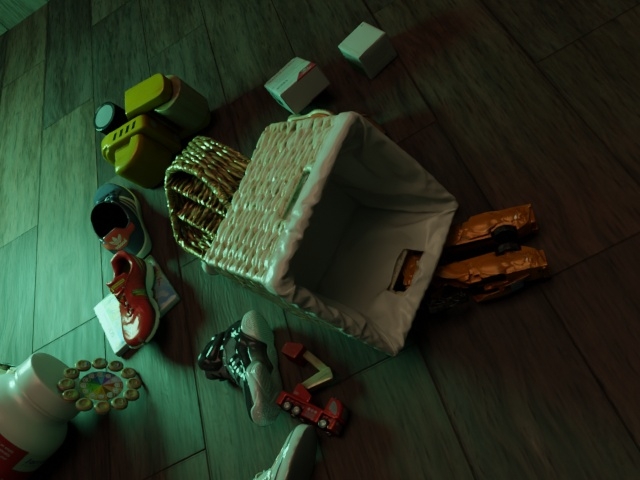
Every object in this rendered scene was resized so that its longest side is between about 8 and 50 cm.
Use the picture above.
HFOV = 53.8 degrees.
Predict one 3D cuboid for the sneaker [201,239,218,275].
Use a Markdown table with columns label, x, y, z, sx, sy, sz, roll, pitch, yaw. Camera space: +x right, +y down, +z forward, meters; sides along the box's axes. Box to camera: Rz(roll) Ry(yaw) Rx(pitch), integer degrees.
| label | x | y | z | sx | sy | sz | roll | pitch | yaw |
| --- | --- | --- | --- | --- | --- | --- | --- | --- | --- |
| sneaker | -0.277 | -0.010 | 1.599 | 0.126 | 0.091 | 0.240 | -22 | 49 | 41 |

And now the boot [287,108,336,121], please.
| label | x | y | z | sx | sy | sz | roll | pitch | yaw |
| --- | --- | --- | --- | --- | --- | --- | --- | --- | --- |
| boot | -0.026 | -0.289 | 1.640 | 0.158 | 0.059 | 0.084 | -6 | 60 | 38 |

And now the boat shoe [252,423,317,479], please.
| label | x | y | z | sx | sy | sz | roll | pitch | yaw |
| --- | --- | --- | --- | --- | --- | --- | --- | --- | --- |
| boat shoe | -0.085 | 0.462 | 1.152 | 0.088 | 0.096 | 0.267 | 9 | 73 | 30 |

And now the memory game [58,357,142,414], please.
| label | x | y | z | sx | sy | sz | roll | pitch | yaw |
| --- | --- | --- | --- | --- | --- | --- | --- | --- | --- |
| memory game | -0.505 | 0.331 | 1.452 | 0.186 | 0.186 | 0.012 | 42 | 124 | 42 |

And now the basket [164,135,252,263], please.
| label | x | y | z | sx | sy | sz | roll | pitch | yaw |
| --- | --- | --- | --- | --- | --- | --- | --- | --- | --- |
| basket | -0.234 | -0.077 | 1.392 | 0.299 | 0.213 | 0.223 | 29 | 75 | 42 |

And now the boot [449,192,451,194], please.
| label | x | y | z | sx | sy | sz | roll | pitch | yaw |
| --- | --- | --- | --- | --- | --- | --- | --- | --- | --- |
| boot | 0.198 | -0.098 | 1.362 | 0.190 | 0.069 | 0.086 | -9 | 59 | 28 |

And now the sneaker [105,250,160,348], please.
| label | x | y | z | sx | sy | sz | roll | pitch | yaw |
| --- | --- | --- | --- | --- | --- | --- | --- | --- | --- |
| sneaker | -0.474 | 0.141 | 1.546 | 0.107 | 0.118 | 0.279 | -32 | 49 | 11 |

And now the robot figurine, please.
| label | x | y | z | sx | sy | sz | roll | pitch | yaw |
| --- | --- | --- | --- | --- | --- | --- | --- | --- | --- |
| robot figurine | 0.278 | 0.039 | 1.214 | 0.291 | 0.085 | 0.211 | -16 | 53 | 21 |

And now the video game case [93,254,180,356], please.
| label | x | y | z | sx | sy | sz | roll | pitch | yaw |
| --- | --- | --- | --- | --- | --- | --- | --- | --- | --- |
| video game case | -0.478 | 0.164 | 1.629 | 0.212 | 0.023 | 0.193 | -44 | 48 | -1 |

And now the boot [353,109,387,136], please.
| label | x | y | z | sx | sy | sz | roll | pitch | yaw |
| --- | --- | --- | --- | --- | --- | --- | --- | --- | --- |
| boot | 0.032 | -0.176 | 1.501 | 0.305 | 0.112 | 0.115 | -44 | 59 | -4 |

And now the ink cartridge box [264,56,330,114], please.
| label | x | y | z | sx | sy | sz | roll | pitch | yaw |
| --- | --- | --- | --- | --- | --- | --- | --- | --- | --- |
| ink cartridge box | -0.065 | -0.421 | 1.704 | 0.127 | 0.072 | 0.175 | -42 | 28 | 1 |

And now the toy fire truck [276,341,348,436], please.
| label | x | y | z | sx | sy | sz | roll | pitch | yaw |
| --- | --- | --- | --- | --- | --- | --- | --- | --- | --- |
| toy fire truck | -0.015 | 0.290 | 1.246 | 0.192 | 0.047 | 0.135 | 16 | 63 | 33 |

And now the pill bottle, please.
| label | x | y | z | sx | sy | sz | roll | pitch | yaw |
| --- | --- | --- | --- | --- | --- | --- | --- | --- | --- |
| pill bottle | -0.747 | 0.461 | 1.457 | 0.408 | 0.229 | 0.229 | -44 | 48 | -1 |

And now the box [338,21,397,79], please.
| label | x | y | z | sx | sy | sz | roll | pitch | yaw |
| --- | --- | --- | --- | --- | --- | --- | --- | --- | --- |
| box | 0.125 | -0.501 | 1.665 | 0.102 | 0.087 | 0.101 | -44 | 48 | -2 |

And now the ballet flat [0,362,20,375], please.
| label | x | y | z | sx | sy | sz | roll | pitch | yaw |
| --- | --- | --- | --- | --- | --- | --- | --- | --- | --- |
| ballet flat | -0.819 | 0.362 | 1.674 | 0.203 | 0.074 | 0.074 | 6 | 63 | 34 |

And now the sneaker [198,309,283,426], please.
| label | x | y | z | sx | sy | sz | roll | pitch | yaw |
| --- | --- | --- | --- | --- | --- | --- | --- | --- | --- |
| sneaker | -0.169 | 0.282 | 1.317 | 0.153 | 0.101 | 0.268 | -27 | 44 | 15 |

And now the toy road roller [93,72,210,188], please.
| label | x | y | z | sx | sy | sz | roll | pitch | yaw |
| --- | --- | --- | --- | --- | --- | --- | --- | --- | --- |
| toy road roller | -0.486 | -0.302 | 1.837 | 0.330 | 0.202 | 0.240 | -24 | 63 | 22 |

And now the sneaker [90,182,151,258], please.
| label | x | y | z | sx | sy | sz | roll | pitch | yaw |
| --- | --- | --- | --- | --- | --- | --- | --- | --- | --- |
| sneaker | -0.589 | -0.082 | 1.778 | 0.131 | 0.148 | 0.350 | -43 | 48 | -1 |

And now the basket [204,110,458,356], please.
| label | x | y | z | sx | sy | sz | roll | pitch | yaw |
| --- | --- | --- | --- | --- | --- | --- | --- | --- | --- |
| basket | 0.017 | -0.013 | 1.150 | 0.266 | 0.331 | 0.328 | 9 | 71 | 49 |
